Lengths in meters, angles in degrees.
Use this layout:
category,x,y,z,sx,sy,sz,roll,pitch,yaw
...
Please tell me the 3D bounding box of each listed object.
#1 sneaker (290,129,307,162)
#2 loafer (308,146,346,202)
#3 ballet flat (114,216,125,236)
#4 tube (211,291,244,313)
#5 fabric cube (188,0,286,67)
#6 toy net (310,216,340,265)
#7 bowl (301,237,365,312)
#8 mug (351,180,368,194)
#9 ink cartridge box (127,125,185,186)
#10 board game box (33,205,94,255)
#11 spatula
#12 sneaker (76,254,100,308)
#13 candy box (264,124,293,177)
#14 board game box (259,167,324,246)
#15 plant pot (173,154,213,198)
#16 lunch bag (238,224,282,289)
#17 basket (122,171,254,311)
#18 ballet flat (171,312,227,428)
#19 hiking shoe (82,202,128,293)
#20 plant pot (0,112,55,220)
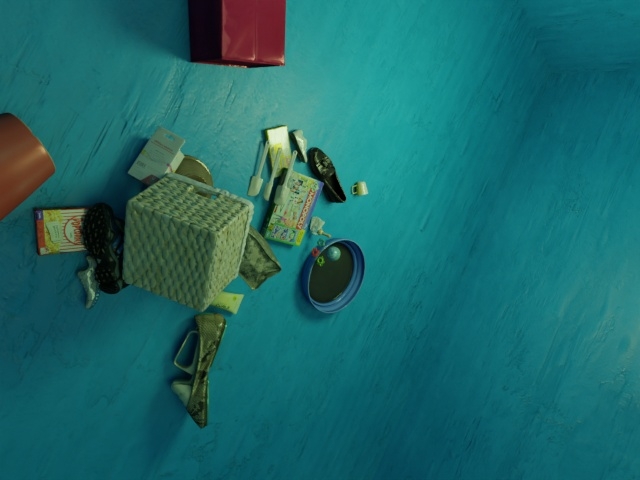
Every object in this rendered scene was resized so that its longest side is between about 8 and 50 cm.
category,x,y,z,sx,sy,sz,roll,pitch,yaw
sneaker,-0.081,-0.415,1.945,0.061,0.053,0.152,-37,125,-30
loafer,0.044,-0.301,2.061,0.109,0.095,0.303,-44,128,-22
ballet flat,-0.674,-0.017,1.558,0.074,0.074,0.203,-40,120,-24
tube,-0.427,0.246,1.862,0.070,0.062,0.240,-34,143,23
fabric cube,-0.286,-0.743,1.522,0.258,0.254,0.259,-12,111,-38
toy net,0.000,0.000,2.104,0.122,0.232,0.045,-27,167,11
bowl,0.067,0.174,2.252,0.390,0.077,0.392,-14,112,-37
mug,0.202,-0.265,2.238,0.078,0.062,0.064,-22,110,-42
ink cartridge box,-0.555,-0.280,1.528,0.198,0.115,0.067,-60,176,-8
board game box,-0.813,-0.036,1.437,0.193,0.045,0.147,-8,110,-40
spatula,-0.194,-0.282,1.859,0.168,0.019,0.242,17,98,-10
sneaker,-0.791,0.138,1.508,0.082,0.071,0.191,14,87,-36
candy box,-0.177,-0.380,1.890,0.105,0.027,0.206,-24,119,-35
board game box,-0.127,-0.144,1.980,0.213,0.046,0.318,15,99,-42
plant pot,-0.489,-0.191,1.627,0.237,0.109,0.238,-16,115,-37
lunch bag,-0.312,0.017,1.749,0.168,0.235,0.287,-37,124,-3
basket,-0.438,0.000,1.462,0.266,0.328,0.332,-63,172,-62
ballet flat,-0.518,0.532,1.832,0.181,0.164,0.484,10,92,-21
hiking shoe,-0.698,0.021,1.478,0.132,0.113,0.305,-37,126,-69
plant pot,-0.889,-0.201,1.188,0.243,0.274,0.275,-46,129,-32
